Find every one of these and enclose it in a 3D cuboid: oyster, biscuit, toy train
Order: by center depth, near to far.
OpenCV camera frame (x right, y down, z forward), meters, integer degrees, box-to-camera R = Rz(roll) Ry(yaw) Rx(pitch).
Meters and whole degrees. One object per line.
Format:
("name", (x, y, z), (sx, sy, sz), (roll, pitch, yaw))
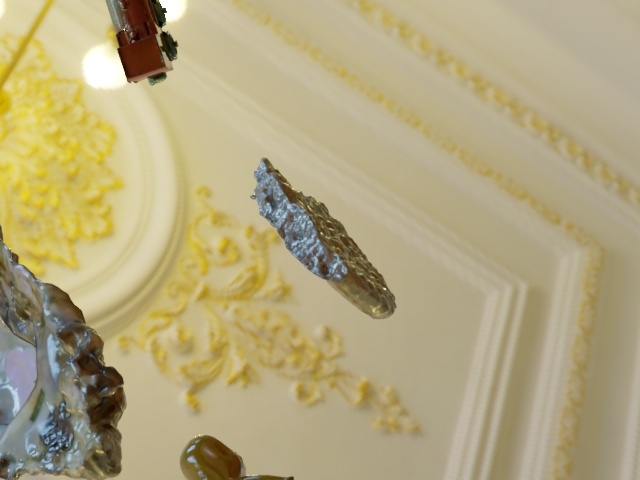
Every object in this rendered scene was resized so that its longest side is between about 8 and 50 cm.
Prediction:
("oyster", (-0.251, 0.094, 1.130), (0.107, 0.201, 0.354), (6, -151, -41))
("biscuit", (0.000, 0.000, 1.260), (0.188, 0.040, 0.265), (45, -174, -8))
("toy train", (-0.235, -0.286, 1.709), (0.118, 0.074, 0.176), (-36, -71, -86))

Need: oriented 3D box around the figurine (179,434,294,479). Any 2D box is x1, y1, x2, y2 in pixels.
("figurine", (-0.101, 0.281, 1.459), (0.176, 0.121, 0.122), (45, -165, 33))
